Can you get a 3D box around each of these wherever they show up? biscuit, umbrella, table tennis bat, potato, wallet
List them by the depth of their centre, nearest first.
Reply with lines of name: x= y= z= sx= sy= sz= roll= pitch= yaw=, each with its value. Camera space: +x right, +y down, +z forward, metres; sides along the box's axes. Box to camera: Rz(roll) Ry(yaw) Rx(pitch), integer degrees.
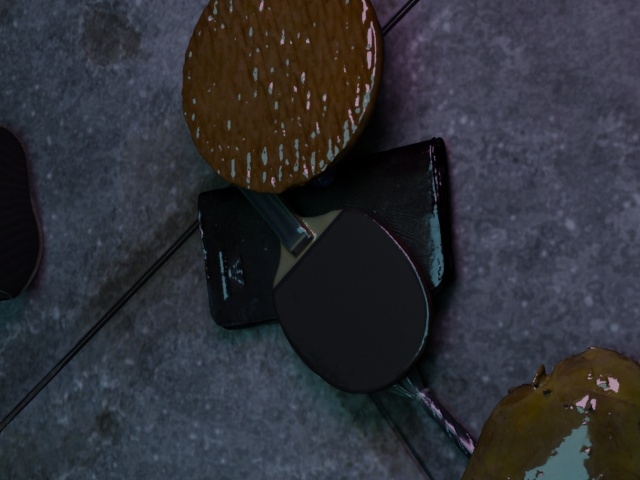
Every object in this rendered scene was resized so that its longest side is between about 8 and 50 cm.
potato: x=0.225 y=0.242 z=1.644 sx=0.191 sy=0.141 sz=0.296 roll=23 pitch=95 yaw=26
umbrella: x=0.111 y=0.176 z=1.784 sx=0.269 sy=0.044 sz=0.044 roll=50 pitch=145 yaw=27
table tennis bat: x=0.000 y=0.029 z=1.826 sx=0.173 sy=0.022 sz=0.301 roll=-49 pitch=66 yaw=20
biscuit: x=-0.040 y=-0.176 z=1.831 sx=0.262 sy=0.037 sz=0.262 roll=-6 pitch=79 yaw=33
wallet: x=0.000 y=0.000 z=1.870 sx=0.318 sy=0.045 sz=0.172 roll=-11 pitch=78 yaw=33

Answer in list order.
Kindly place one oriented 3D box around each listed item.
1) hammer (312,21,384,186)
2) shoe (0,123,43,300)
hammer: x=0.009 y=-0.152 z=1.854 sx=0.116 sy=0.069 sz=0.194 roll=-4 pitch=75 yaw=32
shoe: x=-0.413 y=-0.030 z=2.116 sx=0.112 sy=0.099 sz=0.227 roll=-18 pitch=72 yaw=37
